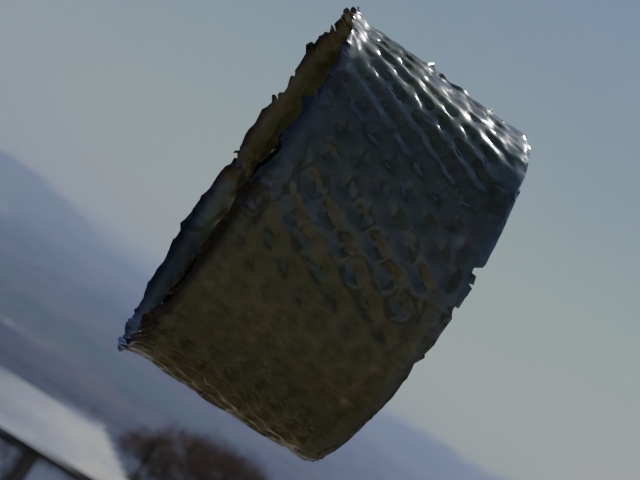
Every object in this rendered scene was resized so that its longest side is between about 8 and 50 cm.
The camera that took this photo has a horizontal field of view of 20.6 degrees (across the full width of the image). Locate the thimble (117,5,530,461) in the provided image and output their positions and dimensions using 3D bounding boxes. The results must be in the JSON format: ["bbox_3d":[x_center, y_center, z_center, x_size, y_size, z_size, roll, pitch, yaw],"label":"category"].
[{"bbox_3d":[0.000,0.000,1.145,0.150,0.271,0.271,34,-3,-8],"label":"thimble"}]
